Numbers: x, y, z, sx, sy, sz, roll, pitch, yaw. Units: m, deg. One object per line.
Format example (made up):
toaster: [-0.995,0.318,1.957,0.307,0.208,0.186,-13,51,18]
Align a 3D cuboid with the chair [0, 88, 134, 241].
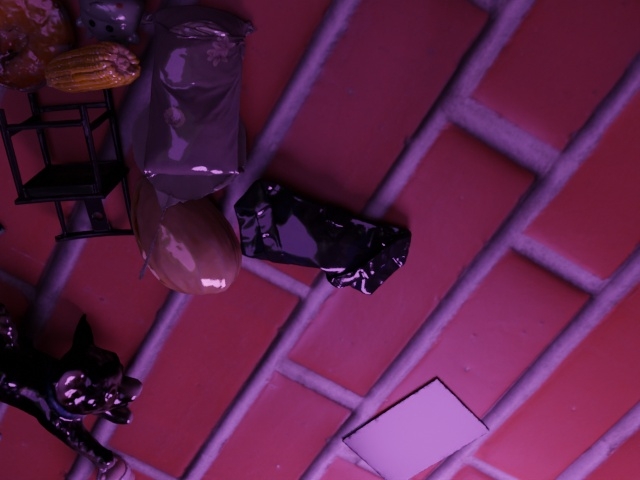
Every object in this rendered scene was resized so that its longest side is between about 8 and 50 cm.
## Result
chair: [-0.396,-0.100,1.089,0.154,0.141,0.260,-3,114,4]

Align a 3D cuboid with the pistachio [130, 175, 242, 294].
pistachio: [-0.224,-0.010,1.115,0.157,0.157,0.230,-29,101,18]

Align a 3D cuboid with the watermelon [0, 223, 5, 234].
watermelon: [-0.667,0.021,1.170,0.136,0.207,0.202,8,137,31]

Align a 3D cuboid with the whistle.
whistle: [-0.289,-0.383,0.962,0.110,0.092,0.245,19,118,0]

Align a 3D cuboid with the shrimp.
shrimp: [-0.519,-0.293,1.050,0.316,0.062,0.164,-16,121,15]

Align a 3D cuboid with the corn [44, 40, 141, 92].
corn: [-0.338,-0.252,0.998,0.165,0.085,0.063,2,106,37]

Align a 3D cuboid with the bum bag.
bum bag: [0.000,0.000,1.132,0.309,0.074,0.137,19,105,-10]

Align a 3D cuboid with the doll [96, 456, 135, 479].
doll: [-0.436,0.496,1.427,0.084,0.073,0.127,0,124,41]

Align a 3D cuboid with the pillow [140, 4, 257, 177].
pillow: [-0.180,-0.215,1.004,0.169,0.059,0.255,0,102,-19]

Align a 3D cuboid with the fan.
fan: [-0.225,-0.085,1.045,0.182,0.010,0.310,21,77,-12]

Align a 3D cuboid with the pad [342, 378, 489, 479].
pad: [0.185,0.385,1.343,0.245,0.006,0.170,-39,108,22]

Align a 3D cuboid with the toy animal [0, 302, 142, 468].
toy animal: [-0.498,0.244,1.238,0.344,0.194,0.303,10,122,-5]
